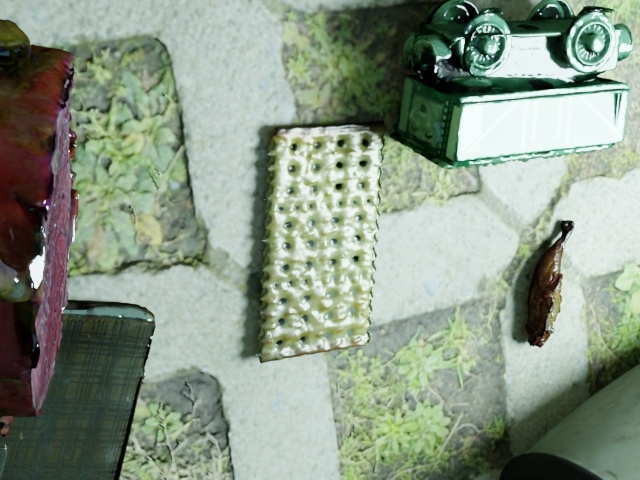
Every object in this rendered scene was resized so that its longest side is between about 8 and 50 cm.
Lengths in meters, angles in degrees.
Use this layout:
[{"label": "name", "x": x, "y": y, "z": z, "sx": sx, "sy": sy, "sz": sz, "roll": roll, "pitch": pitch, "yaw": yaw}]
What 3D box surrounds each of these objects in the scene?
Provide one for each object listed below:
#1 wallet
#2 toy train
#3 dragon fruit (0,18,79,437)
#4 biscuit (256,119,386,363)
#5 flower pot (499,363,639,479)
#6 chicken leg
[{"label": "wallet", "x": -0.250, "y": 0.203, "z": 1.152, "sx": 0.169, "sy": 0.044, "sz": 0.317, "roll": 6, "pitch": 102, "yaw": -39}, {"label": "toy train", "x": 0.193, "y": -0.162, "z": 1.294, "sx": 0.269, "sy": 0.115, "sz": 0.154, "roll": -9, "pitch": 118, "yaw": -31}, {"label": "dragon fruit", "x": -0.311, "y": -0.021, "z": 0.920, "sx": 0.263, "sy": 0.314, "sz": 0.296, "roll": 6, "pitch": 66, "yaw": -7}, {"label": "biscuit", "x": 0.000, "y": 0.000, "z": 1.270, "sx": 0.139, "sy": 0.016, "sz": 0.231, "roll": -6, "pitch": 108, "yaw": -32}, {"label": "flower pot", "x": 0.412, "y": 0.263, "z": 1.466, "sx": 0.330, "sy": 0.294, "sz": 0.293, "roll": -38, "pitch": 122, "yaw": -24}, {"label": "chicken leg", "x": 0.255, "y": 0.049, "z": 1.443, "sx": 0.062, "sy": 0.037, "sz": 0.145, "roll": -11, "pitch": 113, "yaw": -54}]
